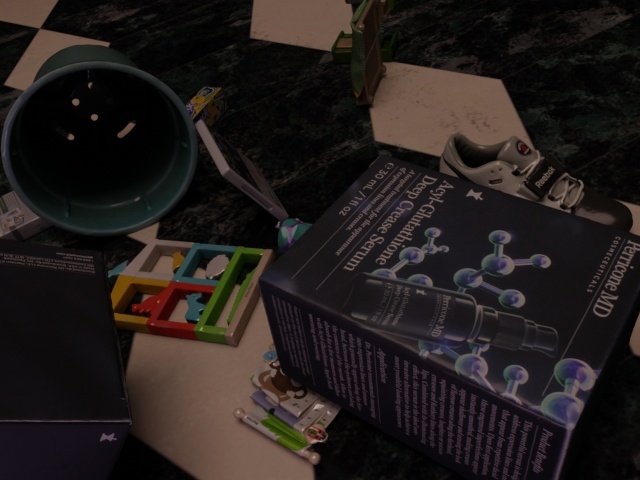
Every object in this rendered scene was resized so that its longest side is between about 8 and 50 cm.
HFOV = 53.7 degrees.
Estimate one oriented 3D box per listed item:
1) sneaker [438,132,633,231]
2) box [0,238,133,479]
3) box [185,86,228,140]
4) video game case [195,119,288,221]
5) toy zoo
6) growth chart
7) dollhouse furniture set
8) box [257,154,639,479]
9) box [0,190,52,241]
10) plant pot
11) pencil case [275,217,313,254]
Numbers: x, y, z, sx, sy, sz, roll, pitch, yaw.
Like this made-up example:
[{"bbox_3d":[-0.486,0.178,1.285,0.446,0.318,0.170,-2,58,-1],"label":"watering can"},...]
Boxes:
[{"bbox_3d":[0.342,-0.092,1.039,0.330,0.146,0.122,19,51,29],"label":"sneaker"},{"bbox_3d":[-0.375,0.202,0.780,0.182,0.296,0.294,9,32,-33],"label":"box"},{"bbox_3d":[-0.283,-0.288,1.467,0.054,0.059,0.169,8,47,25],"label":"box"},{"bbox_3d":[-0.150,-0.132,1.195,0.022,0.173,0.190,-42,44,9],"label":"video game case"},{"bbox_3d":[-0.244,0.080,1.094,0.293,0.030,0.192,4,46,19],"label":"toy zoo"},{"bbox_3d":[-0.019,0.196,0.922,0.172,0.021,0.237,16,49,27],"label":"growth chart"},{"bbox_3d":[0.072,-0.469,1.461,0.151,0.198,0.301,6,46,18],"label":"dollhouse furniture set"},{"bbox_3d":[0.171,0.097,0.819,0.395,0.212,0.293,22,51,29],"label":"box"},{"bbox_3d":[-0.618,-0.066,1.340,0.186,0.038,0.145,-32,46,-17],"label":"box"},{"bbox_3d":[-0.453,-0.235,1.284,0.341,0.341,0.334,-24,36,-10],"label":"plant pot"},{"bbox_3d":[0.000,0.000,1.088,0.151,0.064,0.070,10,73,23],"label":"pencil case"}]
